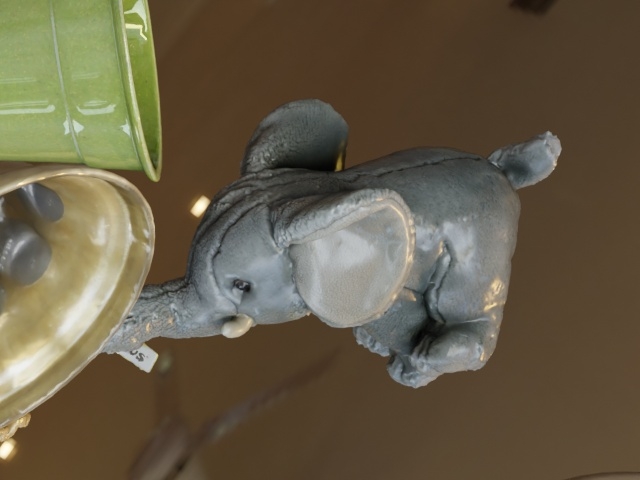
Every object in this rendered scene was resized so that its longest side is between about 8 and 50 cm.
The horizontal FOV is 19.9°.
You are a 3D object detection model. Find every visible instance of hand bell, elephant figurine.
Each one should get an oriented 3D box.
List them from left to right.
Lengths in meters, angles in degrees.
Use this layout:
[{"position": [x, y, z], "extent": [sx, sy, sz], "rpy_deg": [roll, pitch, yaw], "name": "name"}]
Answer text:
[{"position": [-0.180, -0.051, 0.672], "extent": [0.126, 0.126, 0.242], "rpy_deg": [-49, -119, 10], "name": "hand bell"}, {"position": [0.000, 0.000, 1.130], "extent": [0.169, 0.239, 0.186], "rpy_deg": [-8, -111, 51], "name": "elephant figurine"}]

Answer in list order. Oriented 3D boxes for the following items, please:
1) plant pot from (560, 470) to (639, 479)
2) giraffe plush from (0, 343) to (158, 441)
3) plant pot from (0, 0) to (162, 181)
[{"position": [0.158, 0.231, 0.895], "extent": [0.237, 0.237, 0.110], "rpy_deg": [-54, 176, -7], "name": "plant pot"}, {"position": [-0.233, 0.070, 1.176], "extent": [0.170, 0.210, 0.181], "rpy_deg": [-48, 153, -58], "name": "giraffe plush"}, {"position": [-0.089, -0.053, 0.514], "extent": [0.079, 0.083, 0.083], "rpy_deg": [-8, -155, 1], "name": "plant pot"}]
